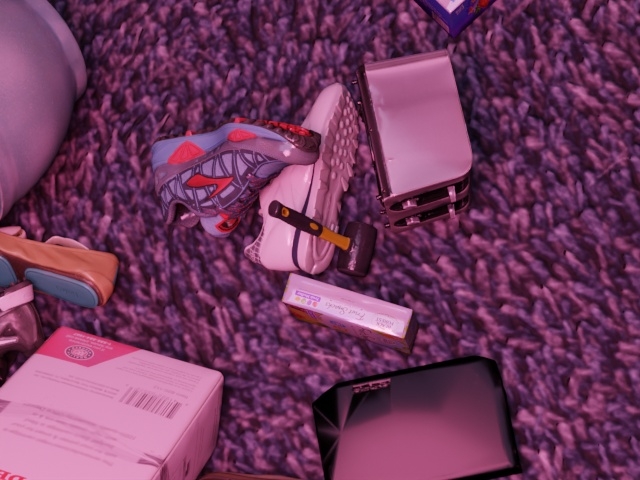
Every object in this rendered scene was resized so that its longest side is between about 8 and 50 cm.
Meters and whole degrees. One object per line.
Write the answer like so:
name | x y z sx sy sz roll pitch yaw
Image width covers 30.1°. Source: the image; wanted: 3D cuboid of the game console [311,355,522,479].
game console | 0.124 0.314 1.280 0.213 0.044 0.361 -13 75 6

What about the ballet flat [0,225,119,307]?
ballet flat | -0.349 0.023 1.427 0.232 0.080 0.073 16 51 10

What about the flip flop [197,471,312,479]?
flip flop | -0.023 0.301 1.264 0.277 0.080 0.112 2 90 39

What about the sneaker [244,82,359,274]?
sneaker | -0.021 -0.078 1.385 0.095 0.090 0.235 7 71 30

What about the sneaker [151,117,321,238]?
sneaker | -0.092 -0.065 1.349 0.262 0.104 0.125 -7 81 49

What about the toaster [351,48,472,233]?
toaster | 0.104 -0.115 1.329 0.110 0.168 0.185 -12 75 3

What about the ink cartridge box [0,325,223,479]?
ink cartridge box | -0.251 0.228 1.238 0.207 0.283 0.117 15 121 12

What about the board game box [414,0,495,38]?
board game box | 0.129 -0.449 1.453 0.233 0.078 0.347 -42 73 -3

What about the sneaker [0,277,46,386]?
sneaker | -0.420 0.135 1.394 0.234 0.078 0.106 -24 93 14

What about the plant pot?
plant pot | -0.401 -0.189 1.392 0.293 0.293 0.196 36 58 16

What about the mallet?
mallet | 0.000 0.000 1.312 0.039 0.190 0.062 6 86 36

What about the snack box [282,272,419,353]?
snack box | 0.035 0.082 1.322 0.141 0.100 0.037 16 79 13
